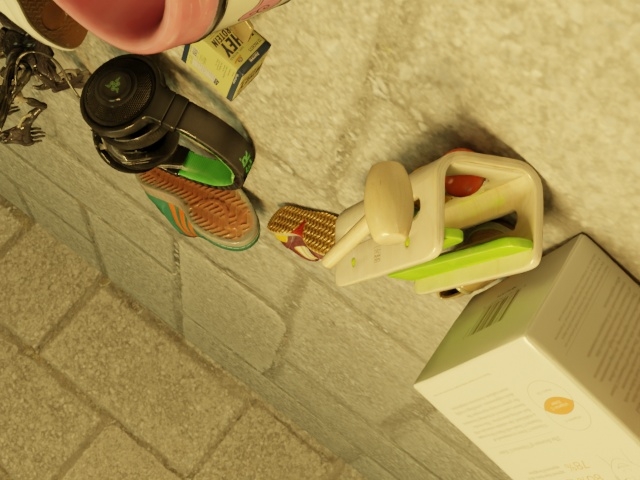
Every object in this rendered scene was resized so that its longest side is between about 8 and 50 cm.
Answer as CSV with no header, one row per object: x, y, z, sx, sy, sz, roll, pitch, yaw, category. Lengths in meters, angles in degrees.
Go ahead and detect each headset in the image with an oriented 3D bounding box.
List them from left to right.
-0.298,-0.162,1.242,0.394,0.185,0.243,25,165,-2,headset

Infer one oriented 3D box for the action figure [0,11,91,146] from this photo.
-0.485,-0.290,1.390,0.164,0.141,0.275,47,133,2,action figure

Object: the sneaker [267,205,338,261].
0.000,0.000,1.284,0.185,0.069,0.084,25,164,47,sneaker

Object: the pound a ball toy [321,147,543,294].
0.094,-0.029,0.912,0.208,0.135,0.319,7,167,-19,pound a ball toy

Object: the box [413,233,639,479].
0.318,0.197,0.929,0.345,0.168,0.215,44,145,-4,box

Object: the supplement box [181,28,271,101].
-0.117,-0.229,1.006,0.083,0.056,0.083,40,159,-3,supplement box

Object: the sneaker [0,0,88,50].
-0.435,-0.374,1.131,0.123,0.106,0.290,25,168,31,sneaker

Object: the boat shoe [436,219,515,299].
0.193,0.036,1.017,0.068,0.072,0.190,37,159,5,boat shoe

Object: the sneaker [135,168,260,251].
-0.201,-0.052,1.453,0.302,0.108,0.121,33,161,36,sneaker

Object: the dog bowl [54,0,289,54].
-0.188,-0.342,0.703,0.408,0.150,0.408,37,156,20,dog bowl

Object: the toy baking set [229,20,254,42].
-0.107,-0.322,0.845,0.197,0.030,0.256,17,145,56,toy baking set
